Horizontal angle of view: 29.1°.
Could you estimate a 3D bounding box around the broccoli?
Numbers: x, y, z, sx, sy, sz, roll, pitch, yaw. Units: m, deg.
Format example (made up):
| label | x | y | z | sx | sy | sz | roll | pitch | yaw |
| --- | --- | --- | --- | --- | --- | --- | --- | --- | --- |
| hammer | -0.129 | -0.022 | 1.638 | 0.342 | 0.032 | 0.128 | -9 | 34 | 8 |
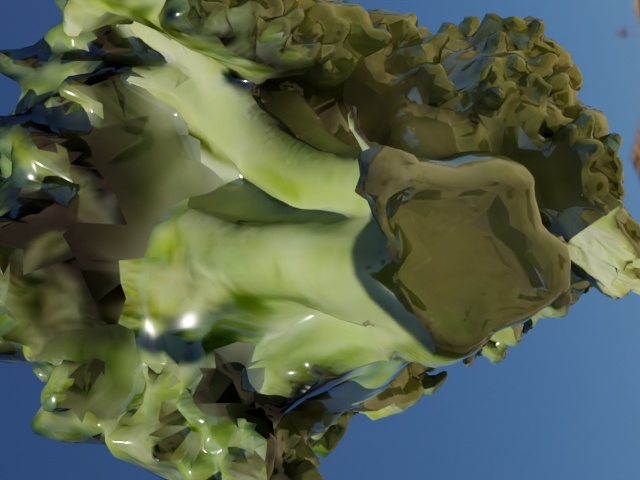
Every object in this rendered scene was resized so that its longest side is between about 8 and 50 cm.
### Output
| label | x | y | z | sx | sy | sz | roll | pitch | yaw |
| --- | --- | --- | --- | --- | --- | --- | --- | --- | --- |
| broccoli | 0.008 | 0.008 | 0.584 | 0.281 | 0.348 | 0.293 | -177 | 100 | -74 |
